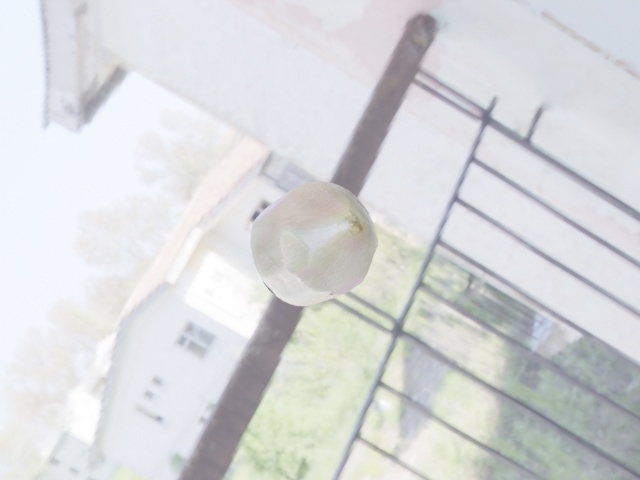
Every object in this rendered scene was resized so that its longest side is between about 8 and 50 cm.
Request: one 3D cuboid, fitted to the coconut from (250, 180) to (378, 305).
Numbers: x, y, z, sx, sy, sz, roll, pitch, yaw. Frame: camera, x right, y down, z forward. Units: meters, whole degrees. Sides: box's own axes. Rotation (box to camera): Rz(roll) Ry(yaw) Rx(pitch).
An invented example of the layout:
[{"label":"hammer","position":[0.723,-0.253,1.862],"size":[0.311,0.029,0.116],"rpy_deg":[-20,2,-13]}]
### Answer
[{"label":"coconut","position":[0.000,0.000,1.468],"size":[0.183,0.171,0.171],"rpy_deg":[-26,30,47]}]
